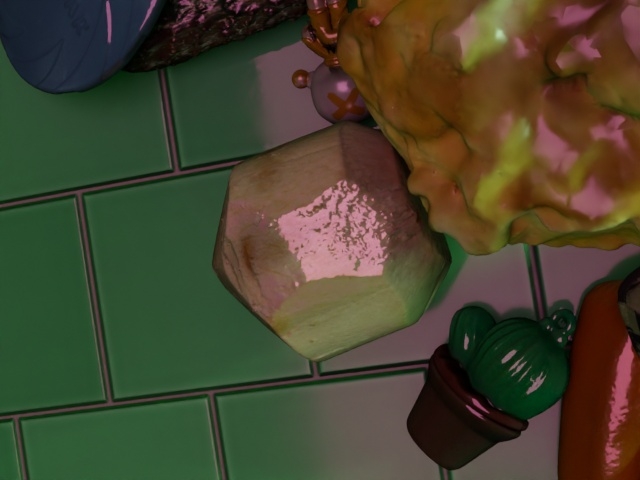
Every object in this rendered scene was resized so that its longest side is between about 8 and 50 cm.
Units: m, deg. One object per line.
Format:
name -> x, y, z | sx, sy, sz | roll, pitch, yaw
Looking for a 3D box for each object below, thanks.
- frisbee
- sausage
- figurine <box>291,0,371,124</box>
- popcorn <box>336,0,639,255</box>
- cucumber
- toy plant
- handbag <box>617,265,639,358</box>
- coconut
frisbee -> -0.270, -0.301, 1.050 | 0.289, 0.049, 0.290 | -5, 81, 35
sausage -> 0.284, 0.155, 0.954 | 0.098, 0.098, 0.238 | 7, 94, 14
figurine -> 0.025, -0.185, 1.005 | 0.101, 0.068, 0.143 | 10, 117, -5
popcorn -> 0.214, -0.166, 0.853 | 0.344, 0.354, 0.390 | -40, 40, 22
cucumber -> -0.087, -0.263, 1.035 | 0.359, 0.096, 0.096 | -18, 87, 13
toy plant -> 0.170, 0.132, 0.973 | 0.200, 0.105, 0.143 | -50, 47, 10
handbag -> 0.461, 0.038, 0.767 | 0.327, 0.325, 0.163 | -37, 110, -6
coconut -> 0.002, 0.003, 0.962 | 0.241, 0.241, 0.241 | 0, 91, 14
